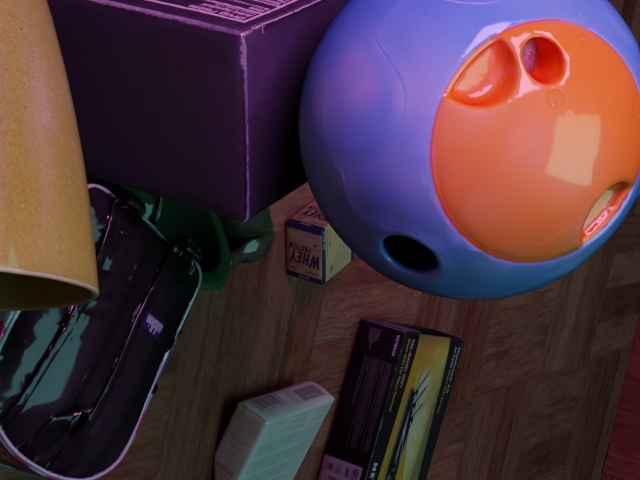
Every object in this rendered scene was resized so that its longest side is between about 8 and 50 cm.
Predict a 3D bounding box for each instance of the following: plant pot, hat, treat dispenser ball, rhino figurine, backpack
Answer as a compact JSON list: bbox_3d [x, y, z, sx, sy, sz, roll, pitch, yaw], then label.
[{"bbox_3d":[-0.301,-0.106,1.051,0.275,0.275,0.293,20,68,-62],"label":"plant pot"},{"bbox_3d":[-0.214,0.023,1.489,0.208,0.183,0.173,62,23,6],"label":"hat"},{"bbox_3d":[0.126,-0.095,1.134,0.288,0.288,0.288,-37,135,-49],"label":"treat dispenser ball"},{"bbox_3d":[-0.101,-0.071,1.593,0.106,0.073,0.243,-32,130,-47],"label":"rhino figurine"},{"bbox_3d":[-0.248,0.088,1.275,0.225,0.191,0.253,44,55,-49],"label":"backpack"}]

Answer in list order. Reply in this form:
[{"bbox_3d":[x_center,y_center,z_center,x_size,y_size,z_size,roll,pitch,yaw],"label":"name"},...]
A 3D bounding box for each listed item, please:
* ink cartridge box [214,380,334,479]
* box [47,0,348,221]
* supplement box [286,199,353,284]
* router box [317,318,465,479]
[{"bbox_3d":[-0.087,0.303,1.860,0.181,0.056,0.224,-9,130,-60],"label":"ink cartridge box"},{"bbox_3d":[-0.107,-0.176,1.291,0.294,0.296,0.183,-34,133,-49],"label":"box"},{"bbox_3d":[0.000,0.000,1.829,0.083,0.056,0.083,-39,136,-48],"label":"supplement box"},{"bbox_3d":[0.107,0.283,2.145,0.243,0.081,0.309,12,93,-62],"label":"router box"}]
